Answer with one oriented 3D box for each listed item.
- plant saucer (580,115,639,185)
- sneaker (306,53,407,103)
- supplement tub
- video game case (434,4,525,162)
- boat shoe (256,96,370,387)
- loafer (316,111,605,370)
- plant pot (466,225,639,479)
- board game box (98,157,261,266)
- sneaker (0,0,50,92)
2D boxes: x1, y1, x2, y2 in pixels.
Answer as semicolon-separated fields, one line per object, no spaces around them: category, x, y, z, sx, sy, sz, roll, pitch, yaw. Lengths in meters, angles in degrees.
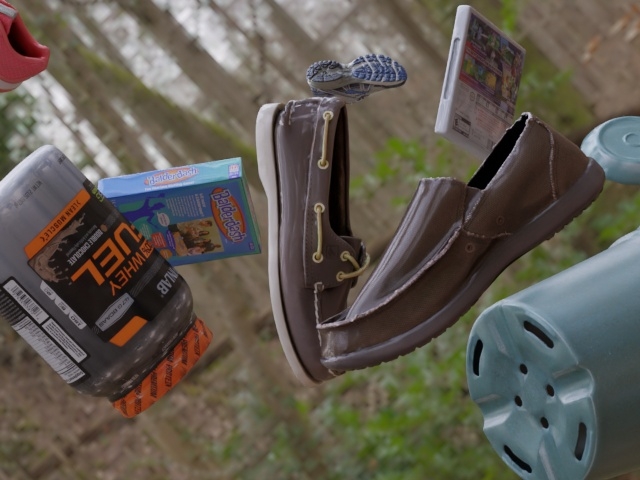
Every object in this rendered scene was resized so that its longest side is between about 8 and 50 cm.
plant saucer;0.357;-0.108;1.836;0.119;0.119;0.021;-42;-36;-36
sneaker;0.050;-0.215;2.181;0.058;0.135;0.052;87;-178;-52
supplement tub;-0.312;0.058;2.108;0.207;0.338;0.207;-41;11;10
video game case;0.227;-0.213;2.274;0.201;0.023;0.183;23;-104;-57
boat shoe;0.000;0.000;1.807;0.097;0.324;0.116;-8;-6;19
loafer;0.125;-0.003;1.674;0.366;0.130;0.134;-39;9;-18
plant pot;0.392;0.156;2.096;0.334;0.341;0.341;-17;-17;-30
board game box;-0.202;-0.034;2.340;0.047;0.210;0.160;-94;-5;-45
sneaker;-0.548;-0.371;2.564;0.136;0.314;0.116;-11;46;37
